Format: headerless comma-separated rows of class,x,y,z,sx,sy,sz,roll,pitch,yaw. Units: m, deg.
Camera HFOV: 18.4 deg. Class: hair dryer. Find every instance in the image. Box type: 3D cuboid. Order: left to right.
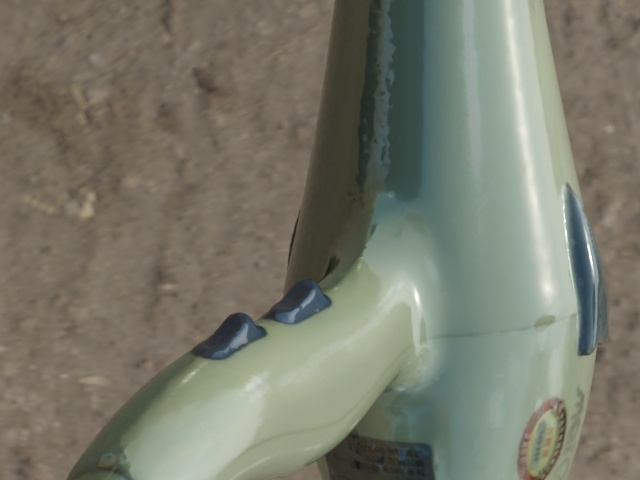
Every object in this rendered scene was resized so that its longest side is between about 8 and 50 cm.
hair dryer,0.013,-0.035,0.621,0.298,0.119,0.295,13,83,-64
